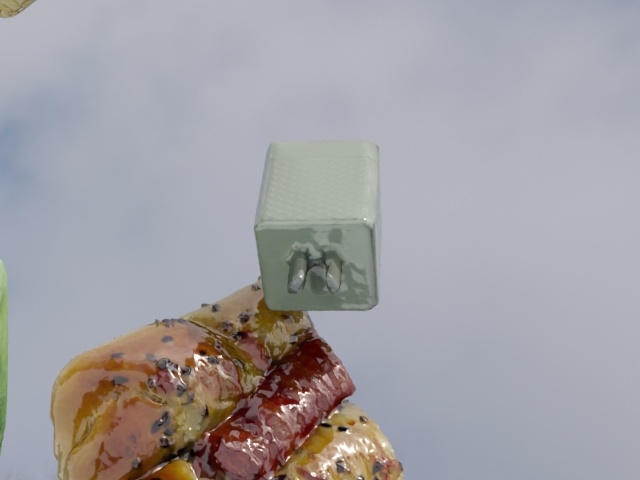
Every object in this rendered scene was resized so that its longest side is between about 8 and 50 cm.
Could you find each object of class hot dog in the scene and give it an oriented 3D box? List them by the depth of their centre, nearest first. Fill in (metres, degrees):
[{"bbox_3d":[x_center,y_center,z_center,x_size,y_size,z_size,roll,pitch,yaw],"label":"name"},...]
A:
[{"bbox_3d":[-0.118,0.240,1.340,0.367,0.365,0.196,58,-35,17],"label":"hot dog"}]

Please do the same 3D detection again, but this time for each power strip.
[{"bbox_3d":[0.000,0.000,1.357,0.139,0.224,0.140,0,-49,5],"label":"power strip"}]

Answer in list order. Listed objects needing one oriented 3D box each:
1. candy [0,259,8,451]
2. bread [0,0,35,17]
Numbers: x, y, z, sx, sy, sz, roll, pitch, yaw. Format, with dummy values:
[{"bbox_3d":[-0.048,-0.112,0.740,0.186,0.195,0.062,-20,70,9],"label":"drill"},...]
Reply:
[{"bbox_3d":[-0.335,0.174,0.951,0.142,0.132,0.344,5,-78,-21],"label":"candy"},{"bbox_3d":[-0.303,-0.320,1.061,0.179,0.250,0.133,-42,-45,9],"label":"bread"}]
